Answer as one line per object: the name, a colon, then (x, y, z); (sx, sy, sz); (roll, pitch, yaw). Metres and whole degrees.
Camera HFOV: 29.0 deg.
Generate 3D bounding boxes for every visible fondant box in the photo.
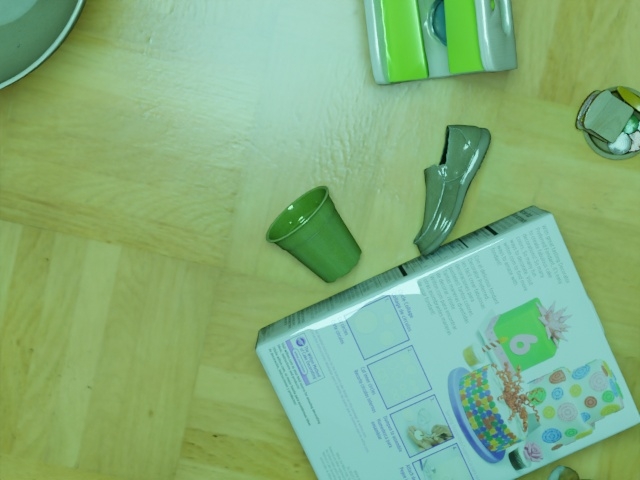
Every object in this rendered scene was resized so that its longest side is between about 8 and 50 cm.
fondant box: (0.130, 0.140, 1.291); (0.330, 0.096, 0.238); (-24, 97, 3)

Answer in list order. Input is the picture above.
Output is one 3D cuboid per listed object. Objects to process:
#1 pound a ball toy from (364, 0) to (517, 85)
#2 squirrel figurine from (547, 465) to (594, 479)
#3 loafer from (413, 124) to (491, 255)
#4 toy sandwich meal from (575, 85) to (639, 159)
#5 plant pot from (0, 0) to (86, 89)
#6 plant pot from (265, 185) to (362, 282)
pound a ball toy: (0.077, -0.317, 1.234); (0.208, 0.136, 0.319); (-4, 98, 25)
squirrel figurine: (0.166, 0.398, 1.239); (0.370, 0.397, 0.281); (-37, 56, -13)
loafer: (0.127, -0.056, 1.289); (0.050, 0.056, 0.148); (25, 86, -3)
toy sandwich meal: (0.312, -0.125, 1.294); (0.086, 0.029, 0.085); (0, 97, -1)
plant pot: (-0.346, -0.277, 1.183); (0.284, 0.191, 0.284); (0, 97, -2)
plant pot: (0.000, 0.000, 1.285); (0.083, 0.083, 0.079); (-40, 107, 4)
